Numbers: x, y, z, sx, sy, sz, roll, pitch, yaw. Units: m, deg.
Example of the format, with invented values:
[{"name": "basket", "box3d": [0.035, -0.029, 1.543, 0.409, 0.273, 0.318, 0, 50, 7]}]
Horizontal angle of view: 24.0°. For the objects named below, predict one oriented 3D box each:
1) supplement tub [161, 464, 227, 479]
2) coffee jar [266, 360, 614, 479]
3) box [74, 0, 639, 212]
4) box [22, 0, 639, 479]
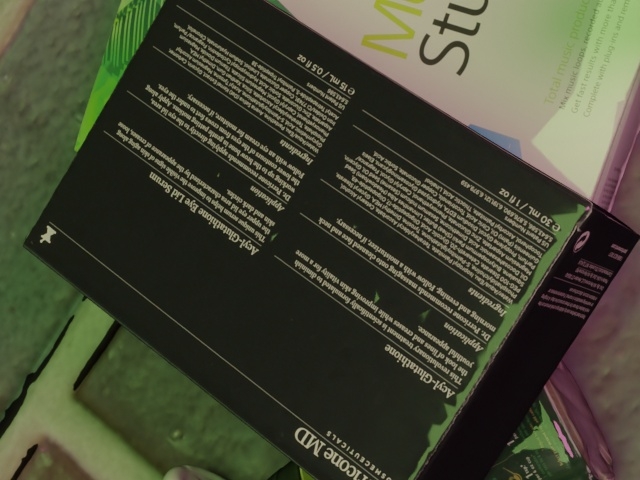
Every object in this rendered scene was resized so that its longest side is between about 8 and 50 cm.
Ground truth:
[{"name": "supplement tub", "box3d": [-0.087, 0.195, 0.898, 0.071, 0.071, 0.107, 36, 102, 20]}, {"name": "coffee jar", "box3d": [0.062, 0.132, 0.833, 0.184, 0.079, 0.096, -30, 75, 18]}, {"name": "box", "box3d": [0.030, -0.109, 0.872, 0.322, 0.058, 0.232, 21, 95, 24]}, {"name": "box", "box3d": [0.000, 0.000, 0.783, 0.261, 0.103, 0.184, 36, 96, 26]}]
